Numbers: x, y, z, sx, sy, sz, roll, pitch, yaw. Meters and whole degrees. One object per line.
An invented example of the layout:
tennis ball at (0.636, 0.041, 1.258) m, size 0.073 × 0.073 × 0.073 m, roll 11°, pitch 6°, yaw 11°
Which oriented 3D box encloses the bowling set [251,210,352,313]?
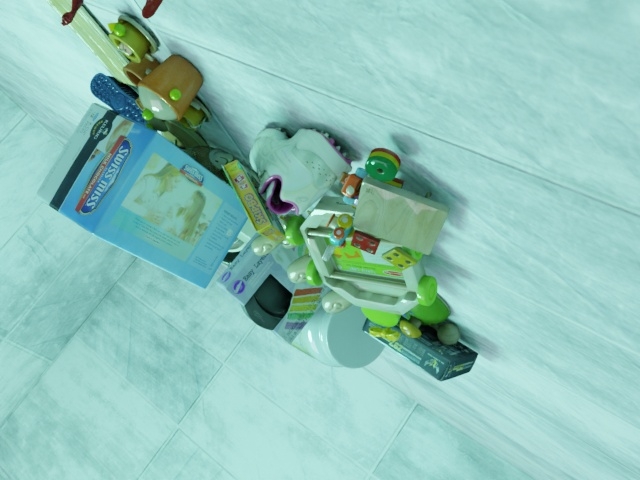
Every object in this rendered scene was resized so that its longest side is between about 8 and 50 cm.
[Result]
bowling set at (0.000, 0.000, 1.419) m, size 0.154 × 0.200 × 0.287 m, roll -34°, pitch 121°, yaw 29°

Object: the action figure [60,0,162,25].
action figure at (-0.385, -0.388, 1.012) m, size 0.280 × 0.139 × 0.091 m, roll 30°, pitch 165°, yaw 35°

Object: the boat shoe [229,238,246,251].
boat shoe at (-0.352, -0.067, 2.072) m, size 0.324 × 0.117 × 0.097 m, roll 34°, pitch 171°, yaw 38°

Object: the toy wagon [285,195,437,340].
toy wagon at (0.090, 0.060, 1.242) m, size 0.267 × 0.068 × 0.345 m, roll 8°, pitch 139°, yaw 32°

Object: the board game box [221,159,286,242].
board game box at (-0.114, -0.065, 1.164) m, size 0.124 × 0.039 × 0.259 m, roll 62°, pitch -176°, yaw 6°

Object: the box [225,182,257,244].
box at (-0.179, -0.039, 1.762) m, size 0.275 × 0.094 × 0.113 m, roll 34°, pitch 167°, yaw 8°

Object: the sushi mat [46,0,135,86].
sushi mat at (-0.479, -0.432, 1.340) m, size 0.151 × 0.019 × 0.316 m, roll 27°, pitch 163°, yaw 40°

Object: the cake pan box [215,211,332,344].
cake pan box at (-0.089, 0.088, 1.589) m, size 0.246 × 0.267 × 0.070 m, roll 47°, pitch 166°, yaw -28°

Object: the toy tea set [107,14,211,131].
toy tea set at (-0.323, -0.272, 1.258) m, size 0.200 × 0.124 × 0.336 m, roll 35°, pitch 167°, yaw 6°

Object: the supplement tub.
supplement tub at (0.020, 0.213, 1.801) m, size 0.235 × 0.235 × 0.324 m, roll 44°, pitch 165°, yaw -27°

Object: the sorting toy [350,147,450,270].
sorting toy at (0.124, -0.043, 1.001) m, size 0.132 × 0.046 × 0.275 m, roll 21°, pitch 152°, yaw 7°

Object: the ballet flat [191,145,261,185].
ballet flat at (-0.201, -0.163, 1.490) m, size 0.206 × 0.073 × 0.067 m, roll 36°, pitch 140°, yaw -7°

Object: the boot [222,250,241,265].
boot at (-0.264, 0.069, 2.281) m, size 0.377 × 0.138 × 0.284 m, roll 29°, pitch 166°, yaw 11°

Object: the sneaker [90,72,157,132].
sneaker at (-0.438, -0.302, 1.512) m, size 0.232 × 0.081 × 0.090 m, roll 49°, pitch -163°, yaw 18°

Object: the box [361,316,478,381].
box at (0.240, 0.244, 1.558) m, size 0.232 × 0.059 × 0.183 m, roll 30°, pitch -167°, yaw 31°

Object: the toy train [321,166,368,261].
toy train at (0.036, -0.053, 1.044) m, size 0.046 × 0.166 × 0.125 m, roll 32°, pitch -153°, yaw 15°

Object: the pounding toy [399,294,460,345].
pounding toy at (0.199, 0.171, 1.477) m, size 0.182 × 0.110 × 0.237 m, roll 24°, pitch 161°, yaw 45°

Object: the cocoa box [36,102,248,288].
cocoa box at (-0.353, -0.084, 1.369) m, size 0.227 × 0.232 × 0.347 m, roll 28°, pitch 174°, yaw 35°

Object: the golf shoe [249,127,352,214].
golf shoe at (-0.071, -0.117, 1.121) m, size 0.115 × 0.140 × 0.306 m, roll 41°, pitch 168°, yaw -23°

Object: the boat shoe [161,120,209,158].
boat shoe at (-0.322, -0.202, 1.575) m, size 0.104 × 0.089 × 0.285 m, roll 31°, pitch 165°, yaw 27°
